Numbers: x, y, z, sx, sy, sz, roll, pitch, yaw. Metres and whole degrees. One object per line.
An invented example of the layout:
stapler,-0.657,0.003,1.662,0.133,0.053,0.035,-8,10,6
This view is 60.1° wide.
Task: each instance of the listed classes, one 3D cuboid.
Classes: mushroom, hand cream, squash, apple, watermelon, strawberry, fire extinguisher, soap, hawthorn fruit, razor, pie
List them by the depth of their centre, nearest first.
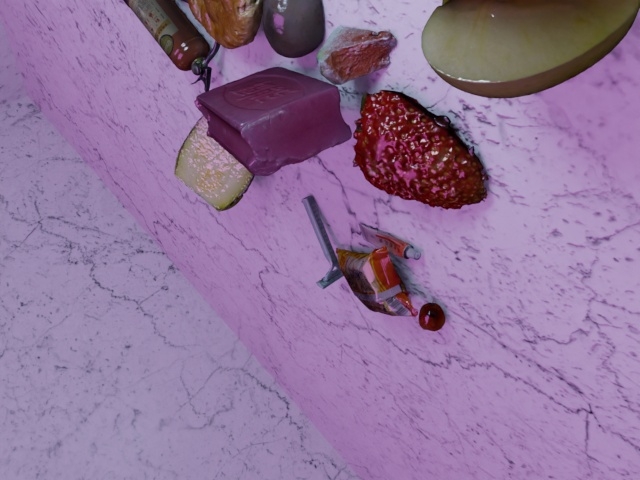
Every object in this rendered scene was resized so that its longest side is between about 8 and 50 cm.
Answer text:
apple,0.245,-0.322,0.673,0.254,0.292,0.292,0,127,29
watermelon,0.078,-0.380,1.119,0.158,0.121,0.098,-19,133,16
strawberry,0.182,-0.163,1.119,0.306,0.138,0.233,35,147,32
mushroom,-0.068,-0.471,1.171,0.141,0.117,0.188,24,139,24
soap,-0.117,-0.275,1.237,0.359,0.233,0.128,42,154,55
pie,-0.233,-0.598,1.254,0.339,0.083,0.339,43,149,35
hand cream,0.176,0.005,1.444,0.216,0.038,0.052,25,115,48
hawthorn fruit,0.292,0.201,1.456,0.077,0.077,0.077,37,149,27
fire extinguisher,-0.400,-0.593,1.511,0.376,0.113,0.200,52,152,0
squash,-0.285,-0.255,1.645,0.233,0.210,0.309,41,158,-5
razor,0.007,-0.001,1.647,0.056,0.111,0.278,5,119,50

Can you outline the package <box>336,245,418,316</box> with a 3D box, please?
package,0.142,0.114,1.534,0.223,0.108,0.288,60,158,-8
